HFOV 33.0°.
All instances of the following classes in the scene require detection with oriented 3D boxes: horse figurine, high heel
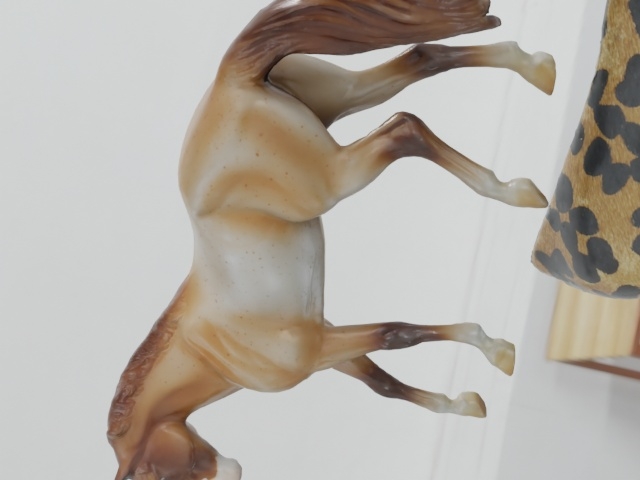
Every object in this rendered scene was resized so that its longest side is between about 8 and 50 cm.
[{"bbox_3d":[0.000,0.000,0.445,0.066,0.174,0.263,-87,2,-57],"label":"horse figurine"},{"bbox_3d":[0.100,-0.099,0.426,0.093,0.261,0.186,-34,4,-42],"label":"high heel"}]
